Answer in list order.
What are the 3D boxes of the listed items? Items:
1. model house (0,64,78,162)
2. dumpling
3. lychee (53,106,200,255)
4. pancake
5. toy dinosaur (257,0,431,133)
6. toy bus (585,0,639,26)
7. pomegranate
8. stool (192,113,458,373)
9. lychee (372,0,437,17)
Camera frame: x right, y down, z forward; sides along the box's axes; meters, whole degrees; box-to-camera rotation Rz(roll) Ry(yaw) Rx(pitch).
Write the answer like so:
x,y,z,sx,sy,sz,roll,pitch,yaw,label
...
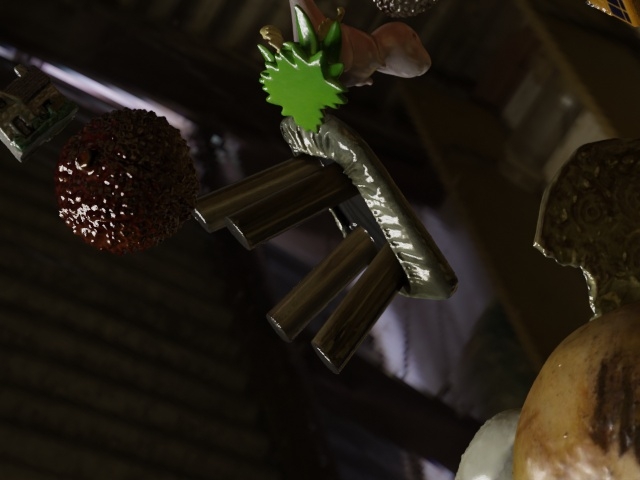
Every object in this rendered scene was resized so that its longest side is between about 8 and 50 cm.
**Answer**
x,y,z,sx,sy,sz,roll,pitch,yaw,label
-0.374,-0.170,2.002,0.100,0.101,0.088,48,168,-2,model house
0.238,0.269,1.751,0.166,0.216,0.126,36,-156,-4,dumpling
-0.156,-0.048,1.293,0.123,0.123,0.129,39,-164,14,lychee
0.321,0.007,1.582,0.212,0.029,0.235,-22,-90,-15,pancake
0.028,-0.232,1.846,0.194,0.152,0.177,34,-125,2,toy dinosaur
0.323,-0.341,1.748,0.114,0.098,0.201,40,170,46,toy bus
0.312,0.205,1.356,0.322,0.322,0.322,25,-152,-14,pomegranate
0.000,0.000,2.247,0.310,0.226,0.310,55,168,-17,stool
0.072,-0.222,1.323,0.067,0.083,0.068,53,-155,-69,lychee
